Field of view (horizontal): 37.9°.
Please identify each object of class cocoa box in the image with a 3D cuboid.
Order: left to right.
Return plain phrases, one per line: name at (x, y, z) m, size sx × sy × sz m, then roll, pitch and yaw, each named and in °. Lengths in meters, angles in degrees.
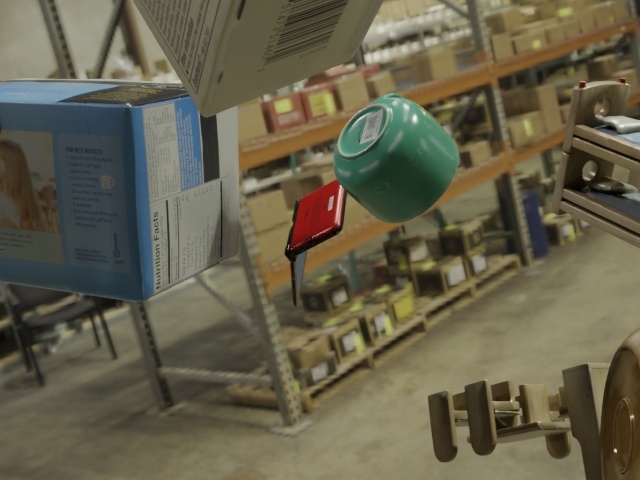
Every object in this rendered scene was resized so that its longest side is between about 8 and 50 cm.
cocoa box at (-0.303, -0.078, 1.160) m, size 0.347 × 0.231 × 0.228 m, roll 6°, pitch 17°, yaw 24°

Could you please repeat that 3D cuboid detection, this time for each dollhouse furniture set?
dollhouse furniture set at (0.296, 0.260, 1.187) m, size 0.212 × 0.161 × 0.242 m, roll 7°, pitch -21°, yaw -31°
dollhouse furniture set at (0.335, -0.076, 0.865) m, size 0.184 × 0.128 × 0.129 m, roll -9°, pitch 27°, yaw -28°

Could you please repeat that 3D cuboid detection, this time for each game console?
game console at (0.000, 0.000, 1.269) m, size 0.124 × 0.085 × 0.144 m, roll -27°, pitch 26°, yaw 20°

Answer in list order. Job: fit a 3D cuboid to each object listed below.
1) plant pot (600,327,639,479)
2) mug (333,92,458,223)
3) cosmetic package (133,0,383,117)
plant pot at (0.321, 0.200, 0.951) m, size 0.032 × 0.236 × 0.236 m, roll 3°, pitch 13°, yaw 4°
mug at (0.073, -0.104, 1.075) m, size 0.129 × 0.097 × 0.158 m, roll -48°, pitch 34°, yaw 5°
cosmetic package at (-0.083, -0.244, 0.518) m, size 0.113 × 0.309 × 0.160 m, roll -25°, pitch -12°, yaw -24°
